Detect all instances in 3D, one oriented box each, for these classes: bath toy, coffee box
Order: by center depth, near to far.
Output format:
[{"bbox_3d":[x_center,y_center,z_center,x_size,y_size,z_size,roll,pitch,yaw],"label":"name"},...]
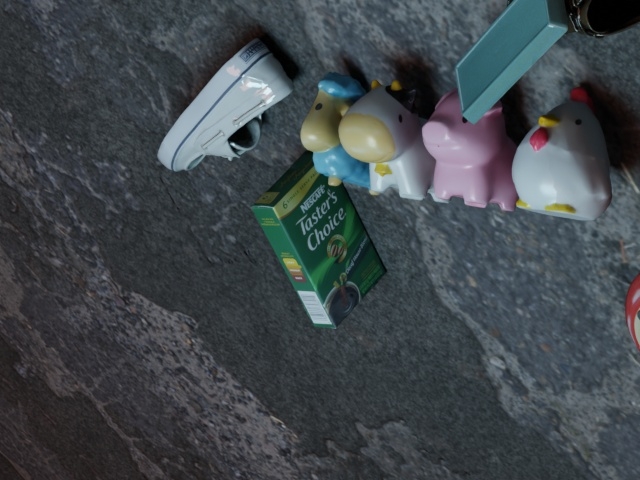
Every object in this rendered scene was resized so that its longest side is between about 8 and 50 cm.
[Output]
[{"bbox_3d":[0.142,-0.102,1.619,0.348,0.129,0.151,10,179,41],"label":"bath toy"},{"bbox_3d":[0.000,0.000,1.875,0.040,0.113,0.184,3,129,45],"label":"coffee box"}]

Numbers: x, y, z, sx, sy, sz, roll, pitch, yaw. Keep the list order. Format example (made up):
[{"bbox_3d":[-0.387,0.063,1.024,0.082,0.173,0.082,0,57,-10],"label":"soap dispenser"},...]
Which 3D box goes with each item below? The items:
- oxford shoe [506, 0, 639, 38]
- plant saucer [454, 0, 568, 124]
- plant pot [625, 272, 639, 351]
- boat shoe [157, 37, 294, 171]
[{"bbox_3d":[0.237,-0.219,1.409,0.083,0.096,0.227,51,147,-16],"label":"oxford shoe"},{"bbox_3d":[0.170,-0.177,1.463,0.018,0.067,0.192,2,157,-20],"label":"plant saucer"},{"bbox_3d":[0.393,0.046,1.480,0.191,0.174,0.191,24,142,21],"label":"plant pot"},{"bbox_3d":[-0.111,-0.133,1.853,0.084,0.095,0.258,47,147,1],"label":"boat shoe"}]
